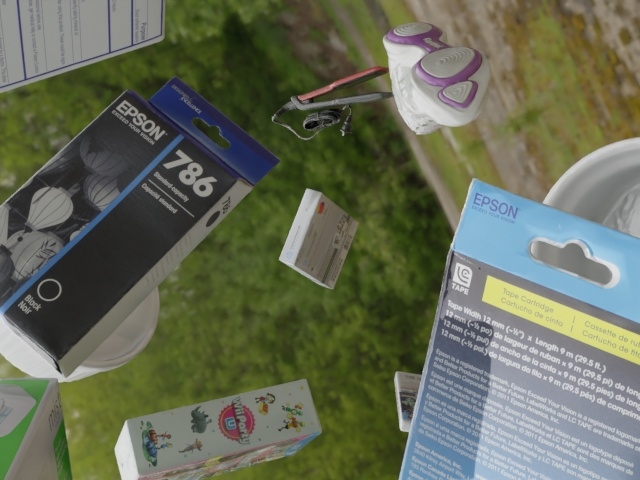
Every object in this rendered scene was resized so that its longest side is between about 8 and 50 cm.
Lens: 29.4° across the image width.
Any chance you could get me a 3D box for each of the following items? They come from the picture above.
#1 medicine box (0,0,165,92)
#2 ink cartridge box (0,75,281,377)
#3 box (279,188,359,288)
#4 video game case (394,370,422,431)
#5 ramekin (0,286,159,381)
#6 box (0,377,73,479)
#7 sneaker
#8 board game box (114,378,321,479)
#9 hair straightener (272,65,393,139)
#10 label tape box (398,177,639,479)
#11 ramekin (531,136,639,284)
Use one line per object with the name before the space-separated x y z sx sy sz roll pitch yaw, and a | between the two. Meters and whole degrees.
medicine box | -0.332 -0.330 1.410 0.149 0.289 0.263 54 154 26
ink cartridge box | -0.207 -0.034 1.258 0.165 0.332 0.065 38 159 13
box | 0.000 0.000 2.307 0.038 0.145 0.186 17 172 27
video game case | 0.233 0.295 2.134 0.183 0.201 0.023 -90 11 -68
ramekin | -0.387 0.089 1.838 0.273 0.127 0.273 25 -133 -31
box | -0.315 0.286 1.136 0.262 0.127 0.231 -90 -3 -72
sneaker | 0.173 -0.209 1.744 0.305 0.114 0.152 -112 11 -63
board game box | -0.174 0.329 2.019 0.224 0.303 0.097 124 131 -66
hair straightener | 0.019 -0.211 1.973 0.047 0.230 0.089 -7 -95 -58
label tape box | 0.230 0.136 1.168 0.249 0.115 0.347 22 109 32
ramekin | 0.383 0.026 1.350 0.135 0.277 0.277 -3 -115 -57
